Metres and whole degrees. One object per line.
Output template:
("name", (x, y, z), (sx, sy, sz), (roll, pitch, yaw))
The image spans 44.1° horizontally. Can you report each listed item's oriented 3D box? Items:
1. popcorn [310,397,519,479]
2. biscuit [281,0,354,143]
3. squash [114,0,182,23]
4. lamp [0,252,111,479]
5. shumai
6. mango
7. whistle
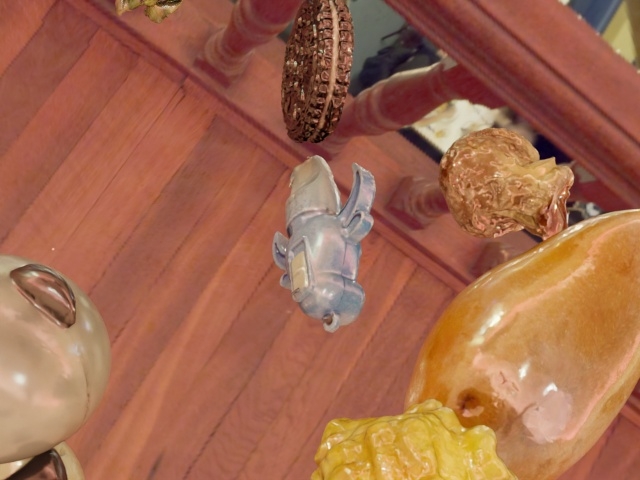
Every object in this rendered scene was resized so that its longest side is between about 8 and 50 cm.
("popcorn", (0.084, 0.202, 0.602), (0.197, 0.197, 0.155), (38, 97, -15))
("biscuit", (-0.007, -0.215, 0.995), (0.053, 0.194, 0.194), (4, 88, -17))
("squash", (-0.001, -0.238, 0.532), (0.318, 0.080, 0.071), (-29, 91, -18))
("lamp", (-0.269, 0.131, 0.660), (0.198, 0.198, 0.243), (-9, 100, -19))
("shumai", (0.275, -0.074, 1.098), (0.209, 0.153, 0.161), (12, 92, -39))
("mango", (0.240, 0.121, 0.868), (0.221, 0.199, 0.384), (40, 86, -17))
("whistle", (0.000, 0.000, 0.986), (0.093, 0.180, 0.269), (26, 42, -31))
